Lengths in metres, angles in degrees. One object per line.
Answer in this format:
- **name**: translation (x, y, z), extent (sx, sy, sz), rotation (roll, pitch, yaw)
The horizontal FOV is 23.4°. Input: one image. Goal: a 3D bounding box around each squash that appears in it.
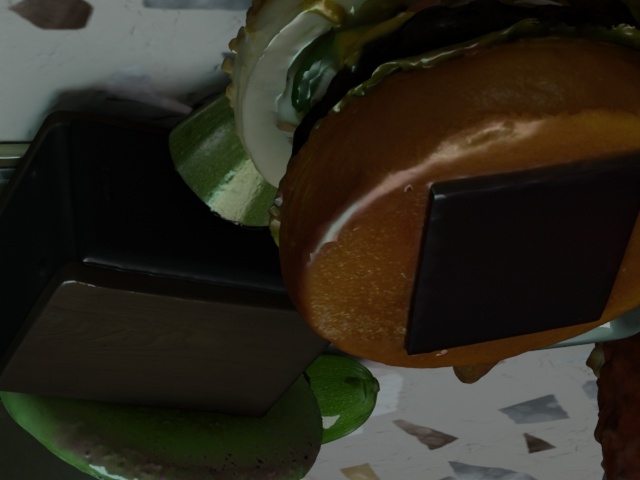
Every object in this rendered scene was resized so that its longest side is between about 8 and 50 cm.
- **squash**: translation (-0.121, 0.178, 1.551), extent (0.379, 0.101, 0.101), rotation (-8, 151, 16)
- **squash**: translation (-0.030, -0.086, 1.076), extent (0.105, 0.105, 0.132), rotation (18, 133, -30)

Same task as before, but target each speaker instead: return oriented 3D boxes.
- **speaker**: translation (-0.118, 0.026, 1.167), extent (0.231, 0.153, 0.192), rotation (9, 141, -27)

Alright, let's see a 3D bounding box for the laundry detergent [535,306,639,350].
- **laundry detergent**: translation (0.124, 0.032, 1.212), extent (0.281, 0.105, 0.215), rotation (-11, -170, 31)

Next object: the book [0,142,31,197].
- **book**: translation (-0.202, -0.023, 1.256), extent (0.139, 0.016, 0.198), rotation (-1, 152, 2)

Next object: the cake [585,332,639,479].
- **cake**: translation (0.373, 0.159, 1.324), extent (0.270, 0.269, 0.319), rotation (-7, 150, 13)

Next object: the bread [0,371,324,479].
- **bread**: translation (-0.127, 0.113, 1.275), extent (0.301, 0.301, 0.045), rotation (13, 117, -22)

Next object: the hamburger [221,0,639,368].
- **hamburger**: translation (0.085, -0.070, 0.934), extent (0.291, 0.225, 0.291), rotation (-9, 145, -6)

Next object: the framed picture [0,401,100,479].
- **framed picture**: translation (-0.298, 0.314, 1.556), extent (0.247, 0.335, 0.022), rotation (18, -167, 9)

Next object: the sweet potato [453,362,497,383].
- **sweet potato**: translation (0.145, 0.081, 1.416), extent (0.055, 0.058, 0.202), rotation (37, 158, 24)
